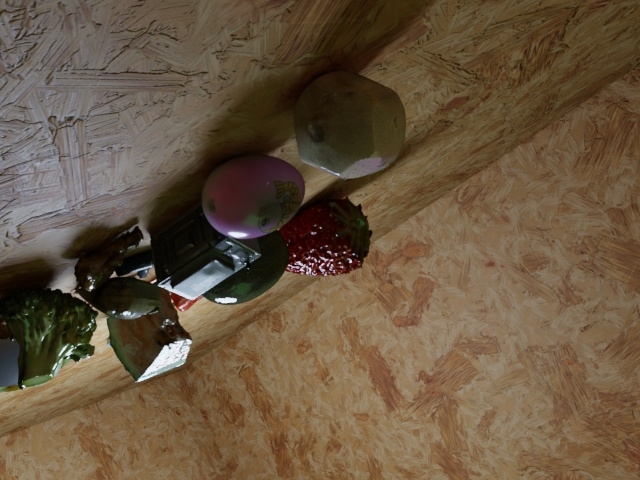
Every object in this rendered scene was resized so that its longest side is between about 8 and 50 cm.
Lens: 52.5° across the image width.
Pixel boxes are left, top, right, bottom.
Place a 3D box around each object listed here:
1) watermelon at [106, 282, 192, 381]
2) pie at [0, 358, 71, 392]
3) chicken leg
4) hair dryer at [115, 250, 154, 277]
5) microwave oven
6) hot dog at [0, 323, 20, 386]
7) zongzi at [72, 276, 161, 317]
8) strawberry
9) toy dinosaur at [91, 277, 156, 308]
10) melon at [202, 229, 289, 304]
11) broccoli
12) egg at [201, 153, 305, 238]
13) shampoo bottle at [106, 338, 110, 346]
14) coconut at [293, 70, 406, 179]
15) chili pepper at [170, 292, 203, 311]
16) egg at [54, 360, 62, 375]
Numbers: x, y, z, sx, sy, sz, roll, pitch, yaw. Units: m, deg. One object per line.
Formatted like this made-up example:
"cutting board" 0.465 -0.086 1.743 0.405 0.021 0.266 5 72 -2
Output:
"watermelon" -0.553 0.304 2.186 0.302 0.264 0.151 -39 166 30
"pie" -0.987 0.435 2.202 0.303 0.066 0.302 -26 168 -6
"chicken leg" -0.517 0.038 1.573 0.207 0.085 0.101 -39 156 8
"hair dryer" -0.519 0.083 1.844 0.173 0.050 0.195 -16 166 -38
"microwave oven" -0.297 0.018 1.653 0.241 0.193 0.145 -32 140 18
"hot dog" -0.869 0.278 1.687 0.326 0.107 0.194 41 71 -55
"zongzi" -0.568 0.140 1.689 0.256 0.114 0.228 8 175 7
"strawberry" 0.001 0.001 2.236 0.344 0.292 0.292 -15 177 32
"toy dinosaur" -0.573 0.151 1.935 0.280 0.055 0.101 -16 -166 7
"melon" -0.234 0.059 1.908 0.302 0.237 0.237 -27 170 -34
"broccoli" -0.674 0.238 1.604 0.248 0.245 0.288 -18 158 32
"egg" -0.151 -0.109 1.510 0.271 0.196 0.196 -39 179 -44
"shampoo bottle" -0.744 0.352 2.473 0.191 0.041 0.069 -34 173 27
"coconut" 0.057 -0.236 1.345 0.227 0.227 0.230 -36 174 31
"chili pepper" -0.499 0.212 2.348 0.192 0.084 0.086 -29 136 -10
"egg" -0.870 0.367 1.971 0.192 0.149 0.149 -33 168 28
